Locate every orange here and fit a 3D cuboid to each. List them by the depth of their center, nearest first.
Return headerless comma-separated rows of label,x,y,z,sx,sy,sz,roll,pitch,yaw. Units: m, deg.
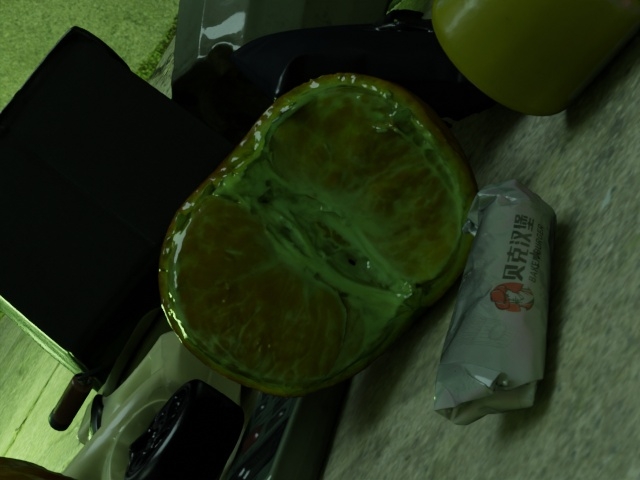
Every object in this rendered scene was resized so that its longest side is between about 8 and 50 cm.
orange,0.002,-0.002,1.293,0.237,0.179,0.158,-48,-2,5

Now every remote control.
remote control,-0.020,0.115,1.410,0.123,0.038,0.285,-46,17,43

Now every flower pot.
flower pot,-0.045,-0.227,1.842,0.290,0.290,0.259,-41,31,50

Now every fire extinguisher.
fire extinguisher,-0.224,0.142,1.678,0.028,0.022,0.083,-17,-28,-43

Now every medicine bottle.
medicine bottle,0.179,-0.192,1.215,0.212,0.122,0.122,-48,16,32

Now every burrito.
burrito,0.107,0.036,1.095,0.064,0.064,0.203,-47,18,37

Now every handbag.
handbag,0.048,-0.134,1.447,0.254,0.211,0.088,-131,39,-75

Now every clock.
clock,-0.147,0.170,1.600,0.276,0.120,0.379,-51,9,21

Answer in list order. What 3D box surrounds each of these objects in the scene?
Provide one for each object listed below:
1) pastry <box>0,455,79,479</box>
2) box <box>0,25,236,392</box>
pastry,-0.280,0.324,1.278,0.388,0.313,0.388,-49,15,18
box,-0.222,-0.012,1.820,0.251,0.204,0.345,-51,-7,-9
